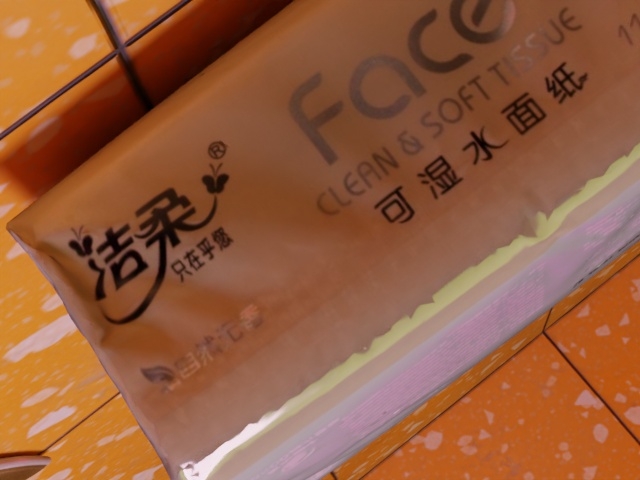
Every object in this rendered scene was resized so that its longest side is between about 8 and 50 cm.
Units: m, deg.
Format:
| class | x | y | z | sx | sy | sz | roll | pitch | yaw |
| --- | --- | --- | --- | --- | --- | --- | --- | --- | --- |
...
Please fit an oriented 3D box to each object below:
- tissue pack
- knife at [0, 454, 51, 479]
| class | x | y | z | sx | sy | sz | roll | pitch | yaw |
| --- | --- | --- | --- | --- | --- | --- | --- | --- | --- |
| tissue pack | 0.061 | -0.033 | 0.822 | 0.405 | 0.205 | 0.332 | -38 | 169 | -1 |
| knife | -0.278 | 0.188 | 1.023 | 0.046 | 0.022 | 0.256 | -48 | 163 | 14 |
